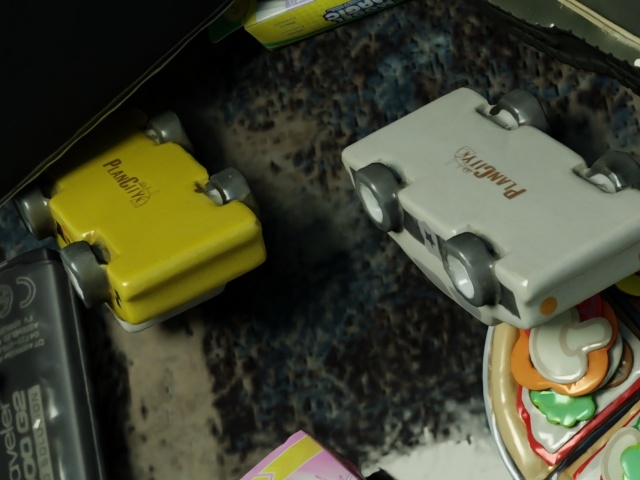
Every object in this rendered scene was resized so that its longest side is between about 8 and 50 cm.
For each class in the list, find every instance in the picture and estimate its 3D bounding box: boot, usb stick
[{"bbox_3d":[0.183,-0.140,0.951,0.198,0.077,0.137,32,88,29],"label":"boot"},{"bbox_3d":[-0.145,0.140,1.032,0.077,0.045,0.278,-24,65,25],"label":"usb stick"}]

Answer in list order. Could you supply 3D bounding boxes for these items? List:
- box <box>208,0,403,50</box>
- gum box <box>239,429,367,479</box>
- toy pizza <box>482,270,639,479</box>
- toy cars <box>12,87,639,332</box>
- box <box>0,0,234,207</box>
[{"bbox_3d":[0.014,-0.177,1.062,0.179,0.043,0.105,-17,67,17],"label":"box"},{"bbox_3d":[-0.031,0.187,0.915,0.188,0.062,0.107,-40,49,-14],"label":"gum box"},{"bbox_3d":[0.171,0.056,0.917,0.201,0.032,0.201,-8,71,23],"label":"toy pizza"},{"bbox_3d":[0.000,0.000,0.974,0.393,0.087,0.176,-1,35,28],"label":"toy cars"},{"bbox_3d":[-0.306,-0.329,0.964,0.297,0.480,0.472,-42,54,-4],"label":"box"}]
